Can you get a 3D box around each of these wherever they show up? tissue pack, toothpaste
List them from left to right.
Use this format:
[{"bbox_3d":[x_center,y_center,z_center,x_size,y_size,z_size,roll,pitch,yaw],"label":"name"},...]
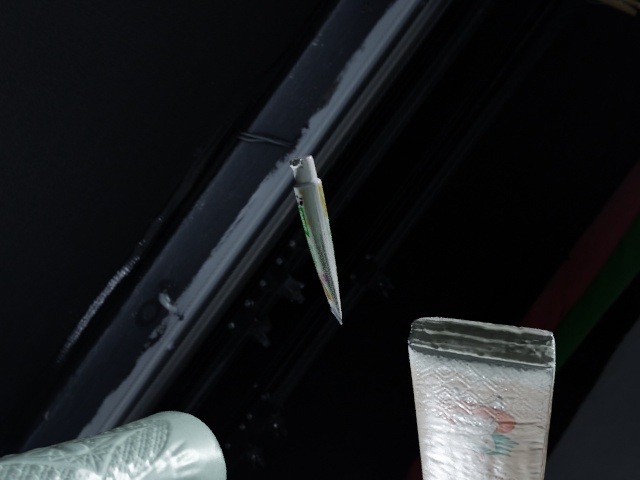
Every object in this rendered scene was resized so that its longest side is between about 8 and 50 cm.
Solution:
[{"bbox_3d":[0.000,0.000,1.029,0.058,0.056,0.314,-31,-67,-54],"label":"toothpaste"},{"bbox_3d":[0.212,0.243,0.737,0.071,0.170,0.325,-61,-32,-47],"label":"tissue pack"}]

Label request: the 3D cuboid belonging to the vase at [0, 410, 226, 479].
[{"bbox_3d":[-0.150,0.153,0.317,0.096,0.096,0.219,-53,-25,2],"label":"vase"}]
